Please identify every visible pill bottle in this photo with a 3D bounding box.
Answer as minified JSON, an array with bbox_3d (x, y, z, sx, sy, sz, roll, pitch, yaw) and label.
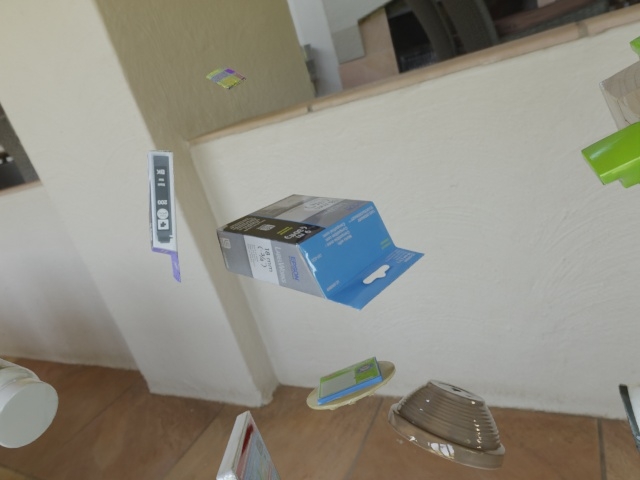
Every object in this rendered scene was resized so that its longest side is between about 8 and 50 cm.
[{"bbox_3d":[-0.359,0.169,0.471,0.137,0.078,0.078,8,28,24],"label":"pill bottle"}]

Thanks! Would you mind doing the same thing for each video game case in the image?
[{"bbox_3d":[-0.061,0.408,0.616,0.025,0.285,0.204,-25,0,-4],"label":"video game case"}]

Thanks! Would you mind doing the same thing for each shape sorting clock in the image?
[{"bbox_3d":[0.067,0.315,0.951,0.206,0.040,0.206,-23,3,1],"label":"shape sorting clock"}]

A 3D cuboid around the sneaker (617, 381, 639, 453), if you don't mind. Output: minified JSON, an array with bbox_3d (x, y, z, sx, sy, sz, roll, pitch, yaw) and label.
[{"bbox_3d":[0.612,0.347,0.586,0.182,0.410,0.158,-42,1,39],"label":"sneaker"}]

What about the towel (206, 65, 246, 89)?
[{"bbox_3d":[-0.221,-0.381,1.020,0.083,0.009,0.060,33,60,25],"label":"towel"}]

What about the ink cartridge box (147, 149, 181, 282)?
[{"bbox_3d":[-0.275,-0.032,0.761,0.045,0.208,0.206,-4,-2,-21],"label":"ink cartridge box"}]

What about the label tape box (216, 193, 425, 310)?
[{"bbox_3d":[0.000,0.000,0.861,0.334,0.105,0.241,10,29,38],"label":"label tape box"}]

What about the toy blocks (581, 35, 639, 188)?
[{"bbox_3d":[0.374,-0.004,0.352,0.191,0.261,0.381,-29,27,28],"label":"toy blocks"}]

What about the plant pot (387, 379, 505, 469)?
[{"bbox_3d":[0.268,0.363,0.906,0.238,0.109,0.237,16,-4,1],"label":"plant pot"}]
